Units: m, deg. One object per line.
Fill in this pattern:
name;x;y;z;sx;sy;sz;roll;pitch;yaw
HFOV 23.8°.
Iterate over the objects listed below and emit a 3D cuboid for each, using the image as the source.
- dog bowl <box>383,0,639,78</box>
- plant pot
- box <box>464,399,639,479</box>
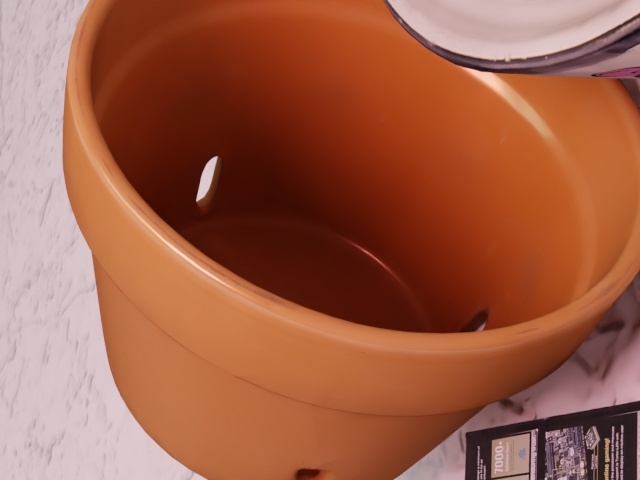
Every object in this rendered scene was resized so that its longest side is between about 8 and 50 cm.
dog bowl;0.185;-0.255;0.689;0.408;0.150;0.408;-32;51;50
plant pot;0.000;0.000;0.790;0.203;0.290;0.291;112;152;-45
box;0.134;0.169;0.667;0.147;0.077;0.180;-23;59;54
